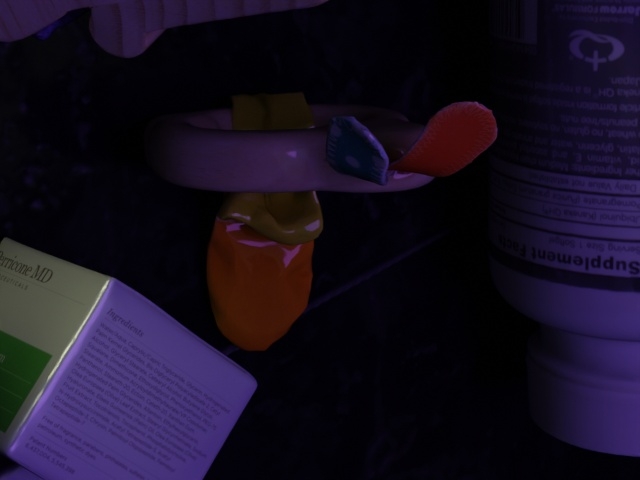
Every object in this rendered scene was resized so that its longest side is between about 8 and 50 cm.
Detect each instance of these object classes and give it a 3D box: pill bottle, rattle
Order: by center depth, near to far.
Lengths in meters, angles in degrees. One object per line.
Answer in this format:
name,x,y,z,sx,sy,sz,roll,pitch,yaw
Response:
rattle,0.000,0.000,0.637,0.130,0.200,0.142,9,94,-41
pill bottle,0.184,-0.048,0.796,0.176,0.176,0.318,-14,109,-37

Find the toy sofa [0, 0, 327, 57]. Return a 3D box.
toy sofa,-0.100,-0.264,0.546,0.150,0.177,0.362,-57,134,-47

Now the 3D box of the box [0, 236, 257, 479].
box,-0.107,0.066,0.628,0.102,0.101,0.087,42,73,-38
